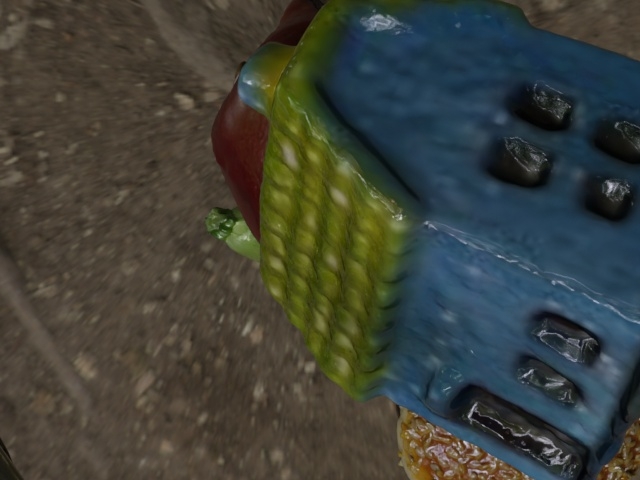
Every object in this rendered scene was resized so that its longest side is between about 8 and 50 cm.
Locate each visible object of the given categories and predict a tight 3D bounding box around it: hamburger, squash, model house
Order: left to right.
[{"bbox_3d":[0.006,0.001,1.801,0.118,0.370,0.118,-9,77,40],"label":"squash"},{"bbox_3d":[0.089,-0.015,0.881,0.303,0.237,0.215,27,59,11],"label":"model house"},{"bbox_3d":[0.250,0.204,1.767,0.329,0.250,0.330,1,109,2],"label":"hamburger"}]

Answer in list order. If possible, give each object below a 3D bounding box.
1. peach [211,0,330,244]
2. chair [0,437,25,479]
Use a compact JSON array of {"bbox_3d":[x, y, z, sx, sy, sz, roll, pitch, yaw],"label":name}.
[{"bbox_3d":[0.046,-0.045,1.265,0.201,0.258,0.361,-44,100,13],"label":"peach"},{"bbox_3d":[-0.513,0.176,1.439,0.364,0.410,0.362,-25,67,-22],"label":"chair"}]
